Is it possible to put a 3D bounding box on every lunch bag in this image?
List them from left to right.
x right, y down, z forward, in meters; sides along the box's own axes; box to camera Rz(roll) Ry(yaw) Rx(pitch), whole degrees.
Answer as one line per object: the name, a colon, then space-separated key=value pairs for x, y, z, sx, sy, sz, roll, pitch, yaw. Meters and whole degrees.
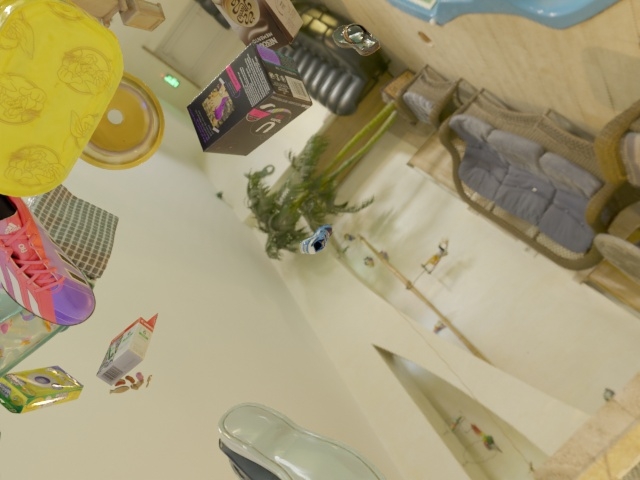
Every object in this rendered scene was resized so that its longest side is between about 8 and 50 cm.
lunch bag: x=-0.661 y=0.127 z=0.943 sx=0.224 sy=0.160 sz=0.262 roll=23 pitch=-139 yaw=16

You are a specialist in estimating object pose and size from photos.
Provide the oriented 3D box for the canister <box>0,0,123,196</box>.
canister: x=-0.227 y=-0.126 z=0.310 sx=0.170 sy=0.126 sz=0.073 roll=38 pitch=-171 yaw=30

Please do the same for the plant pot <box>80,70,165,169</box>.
plant pot: x=-0.500 y=-0.292 z=1.065 sx=0.254 sy=0.254 sz=0.239 roll=36 pitch=175 yaw=-30

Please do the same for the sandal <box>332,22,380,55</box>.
sandal: x=0.110 y=-0.657 z=1.419 sx=0.219 sy=0.090 sz=0.060 roll=54 pitch=-178 yaw=42

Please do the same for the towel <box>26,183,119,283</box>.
towel: x=-0.694 y=-0.026 z=1.214 sx=0.235 sy=0.121 sz=0.283 roll=30 pitch=-155 yaw=-32

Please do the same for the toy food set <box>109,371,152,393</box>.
toy food set: x=-0.621 y=0.462 z=1.446 sx=0.122 sy=0.077 sz=0.019 roll=8 pitch=-153 yaw=-43

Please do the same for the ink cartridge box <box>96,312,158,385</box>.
ink cartridge box: x=-0.274 y=0.146 z=0.634 sx=0.029 sy=0.063 sz=0.115 roll=47 pitch=-170 yaw=-25

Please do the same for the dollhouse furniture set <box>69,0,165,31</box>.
dollhouse furniture set: x=-0.380 y=-0.374 z=0.693 sx=0.182 sy=0.161 sz=0.101 roll=-20 pitch=-87 yaw=-57

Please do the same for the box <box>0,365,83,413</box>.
box: x=-0.660 y=0.343 z=1.023 sx=0.105 sy=0.043 sz=0.179 roll=26 pitch=-178 yaw=18

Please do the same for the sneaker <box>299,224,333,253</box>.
sneaker: x=0.000 y=0.000 z=1.391 sx=0.059 sy=0.144 sz=0.053 roll=9 pitch=130 yaw=42

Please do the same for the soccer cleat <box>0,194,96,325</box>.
soccer cleat: x=-0.488 y=0.012 z=0.718 sx=0.116 sy=0.109 sz=0.318 roll=-14 pitch=112 yaw=53

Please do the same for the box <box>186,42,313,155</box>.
box: x=-0.184 y=-0.345 z=1.132 sx=0.165 sy=0.270 sz=0.143 roll=-9 pitch=-106 yaw=-55

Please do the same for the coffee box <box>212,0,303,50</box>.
coffee box: x=-0.211 y=-0.731 z=1.341 sx=0.168 sy=0.118 sz=0.297 roll=-3 pitch=142 yaw=39

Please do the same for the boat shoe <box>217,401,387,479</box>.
boat shoe: x=-0.020 y=0.272 z=0.491 sx=0.255 sy=0.079 sz=0.095 roll=13 pitch=-152 yaw=33
